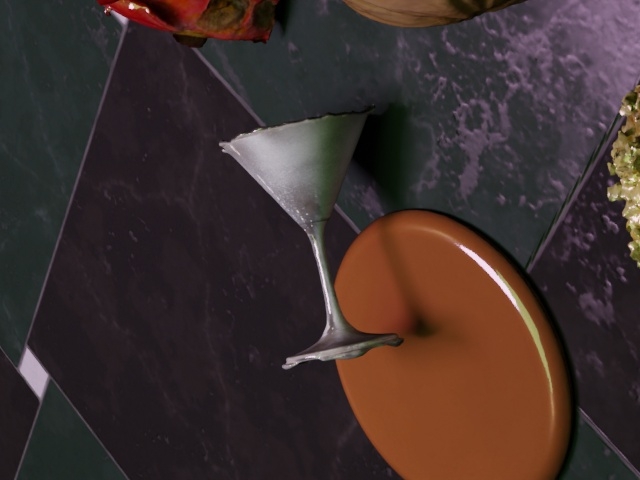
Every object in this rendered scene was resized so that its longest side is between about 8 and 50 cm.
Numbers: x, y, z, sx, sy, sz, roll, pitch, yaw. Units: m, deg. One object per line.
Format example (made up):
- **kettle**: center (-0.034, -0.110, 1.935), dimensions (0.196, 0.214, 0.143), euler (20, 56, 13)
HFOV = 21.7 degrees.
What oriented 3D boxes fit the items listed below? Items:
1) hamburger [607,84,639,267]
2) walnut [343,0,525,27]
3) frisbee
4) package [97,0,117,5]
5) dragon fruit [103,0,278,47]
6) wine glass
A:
- **hamburger**: center (0.268, -0.040, 0.921), dimensions (0.243, 0.138, 0.262), euler (22, 124, 43)
- **walnut**: center (0.069, -0.242, 1.011), dimensions (0.228, 0.228, 0.228), euler (24, 124, 41)
- **frisbee**: center (0.093, 0.097, 1.286), dimensions (0.250, 0.021, 0.251), euler (23, 122, 43)
- **package**: center (-0.117, -0.385, 1.130), dimensions (0.196, 0.123, 0.424), euler (-8, 90, 20)
- **dragon fruit**: center (-0.132, -0.296, 1.280), dimensions (0.262, 0.134, 0.212), euler (46, 127, 27)
- **wine glass**: center (0.000, 0.000, 1.253), dimensions (0.122, 0.122, 0.183), euler (-18, 85, 51)
